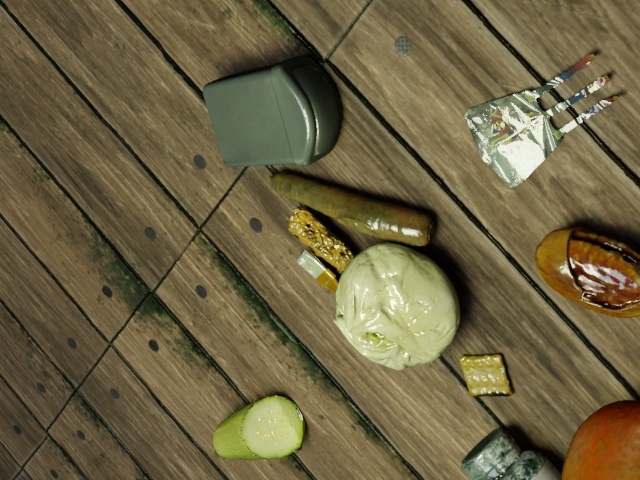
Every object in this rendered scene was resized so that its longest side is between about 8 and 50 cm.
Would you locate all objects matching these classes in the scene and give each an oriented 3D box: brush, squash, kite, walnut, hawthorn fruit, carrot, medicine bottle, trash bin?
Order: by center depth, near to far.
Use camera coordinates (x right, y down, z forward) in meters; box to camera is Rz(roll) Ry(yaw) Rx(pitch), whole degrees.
[{"bbox_3d":[0.473,0.387,1.323,0.277,0.298,0.277,28,140,26],"label":"hawthorn fruit"},{"bbox_3d":[0.413,0.050,1.329,0.207,0.116,0.116,29,127,21],"label":"walnut"},{"bbox_3d":[0.324,-0.181,1.335,0.245,0.015,0.141,-33,93,45],"label":"kite"},{"bbox_3d":[0.374,0.460,1.545,0.293,0.141,0.141,47,131,6],"label":"medicine bottle"},{"bbox_3d":[-0.079,-0.216,1.560,0.236,0.101,0.176,-2,113,39],"label":"trash bin"},{"bbox_3d":[0.041,-0.058,1.576,0.342,0.070,0.070,20,123,29],"label":"carrot"},{"bbox_3d":[0.061,0.121,1.660,0.272,0.013,0.103,45,166,1],"label":"brush"},{"bbox_3d":[-0.174,0.418,1.940,0.287,0.137,0.137,-23,98,43],"label":"squash"}]

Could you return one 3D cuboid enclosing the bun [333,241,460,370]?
[{"bbox_3d":[0.121,0.123,1.533,0.229,0.145,0.229,23,138,22],"label":"bun"}]

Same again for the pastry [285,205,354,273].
[{"bbox_3d":[0.000,0.000,1.626,0.140,0.056,0.080,44,174,8],"label":"pastry"}]

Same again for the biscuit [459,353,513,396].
[{"bbox_3d":[0.288,0.235,1.575,0.083,0.018,0.081,-10,106,38],"label":"biscuit"}]
